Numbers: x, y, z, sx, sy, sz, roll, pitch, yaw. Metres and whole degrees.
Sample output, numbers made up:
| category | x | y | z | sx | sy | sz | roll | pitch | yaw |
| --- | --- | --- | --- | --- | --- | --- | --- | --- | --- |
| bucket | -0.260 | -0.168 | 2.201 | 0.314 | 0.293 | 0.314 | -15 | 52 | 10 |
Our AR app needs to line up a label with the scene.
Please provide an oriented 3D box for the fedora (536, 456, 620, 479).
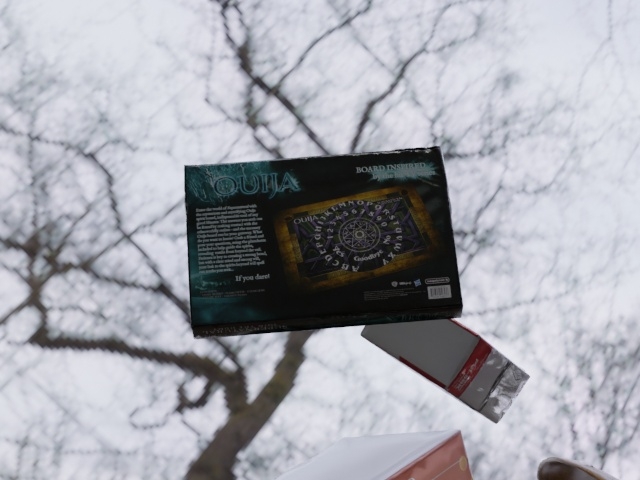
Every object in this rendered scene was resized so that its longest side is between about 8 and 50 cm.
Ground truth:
| category | x | y | z | sx | sy | sz | roll | pitch | yaw |
| --- | --- | --- | --- | --- | --- | --- | --- | --- | --- |
| fedora | 0.130 | 0.185 | 0.653 | 0.194 | 0.079 | 0.194 | 54 | -11 | 16 |

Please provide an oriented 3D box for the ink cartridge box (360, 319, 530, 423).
| category | x | y | z | sx | sy | sz | roll | pitch | yaw |
| --- | --- | --- | --- | --- | --- | --- | --- | --- | --- |
| ink cartridge box | 0.109 | 0.099 | 1.362 | 0.099 | 0.056 | 0.135 | 32 | -3 | 32 |

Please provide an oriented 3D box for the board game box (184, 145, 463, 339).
| category | x | y | z | sx | sy | sz | roll | pitch | yaw |
| --- | --- | --- | --- | --- | --- | --- | --- | --- | --- |
| board game box | 0.000 | 0.000 | 1.100 | 0.186 | 0.126 | 0.026 | -4 | -25 | -1 |

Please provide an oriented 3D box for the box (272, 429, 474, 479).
| category | x | y | z | sx | sy | sz | roll | pitch | yaw |
| --- | --- | --- | --- | --- | --- | --- | --- | --- | --- |
| box | 0.069 | 0.397 | 1.643 | 0.168 | 0.215 | 0.345 | -11 | -82 | 38 |
